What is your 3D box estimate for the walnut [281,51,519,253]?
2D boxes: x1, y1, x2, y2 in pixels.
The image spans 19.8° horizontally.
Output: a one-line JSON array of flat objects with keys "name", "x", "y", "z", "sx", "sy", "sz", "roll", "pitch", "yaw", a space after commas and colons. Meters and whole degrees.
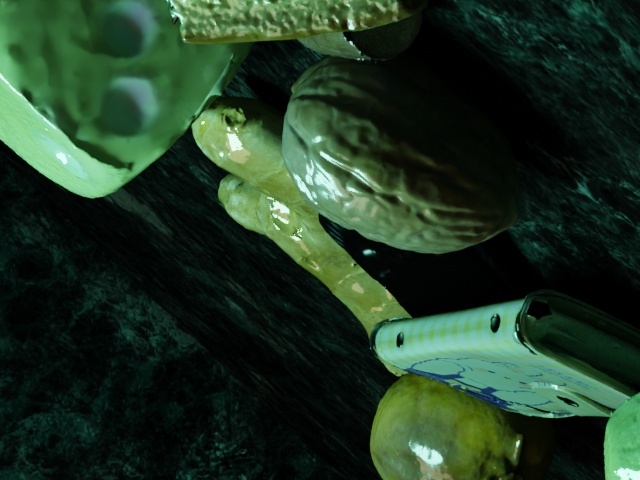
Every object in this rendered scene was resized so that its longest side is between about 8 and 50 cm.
[{"name": "walnut", "x": 0.072, "y": -0.073, "z": 1.606, "sx": 0.230, "sy": 0.178, "sz": 0.178, "roll": 29, "pitch": 167, "yaw": -3}]

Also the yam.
[{"name": "yam", "x": 0.026, "y": -0.190, "z": 1.534, "sx": 0.084, "sy": 0.084, "sz": 0.127, "roll": 46, "pitch": 167, "yaw": -21}]

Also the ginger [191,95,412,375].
[{"name": "ginger", "x": 0.010, "y": -0.016, "z": 2.121, "sx": 0.348, "sy": 0.122, "sz": 0.363, "roll": 36, "pitch": 160, "yaw": 11}]

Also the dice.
[{"name": "dice", "x": -0.230, "y": -0.208, "z": 1.821, "sx": 0.250, "sy": 0.252, "sz": 0.254, "roll": 43, "pitch": 167, "yaw": -15}]

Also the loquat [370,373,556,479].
[{"name": "loquat", "x": 0.172, "y": 0.238, "z": 2.233, "sx": 0.238, "sy": 0.193, "sz": 0.238, "roll": 16, "pitch": -173, "yaw": -2}]

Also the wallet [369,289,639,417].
[{"name": "wallet", "x": 0.212, "y": 0.124, "z": 1.873, "sx": 0.223, "sy": 0.077, "sz": 0.309, "roll": 22, "pitch": 165, "yaw": -20}]

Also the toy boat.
[{"name": "toy boat", "x": 0.122, "y": 0.006, "z": 1.913, "sx": 0.134, "sy": 0.092, "sz": 0.299, "roll": -9, "pitch": 145, "yaw": 32}]

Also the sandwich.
[{"name": "sandwich", "x": 0.014, "y": -0.207, "z": 1.196, "sx": 0.128, "sy": 0.236, "sz": 0.122, "roll": 25, "pitch": 148, "yaw": 55}]

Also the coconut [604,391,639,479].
[{"name": "coconut", "x": 0.369, "y": 0.203, "z": 1.628, "sx": 0.236, "sy": 0.236, "sz": 0.204, "roll": 46, "pitch": -158, "yaw": -21}]
